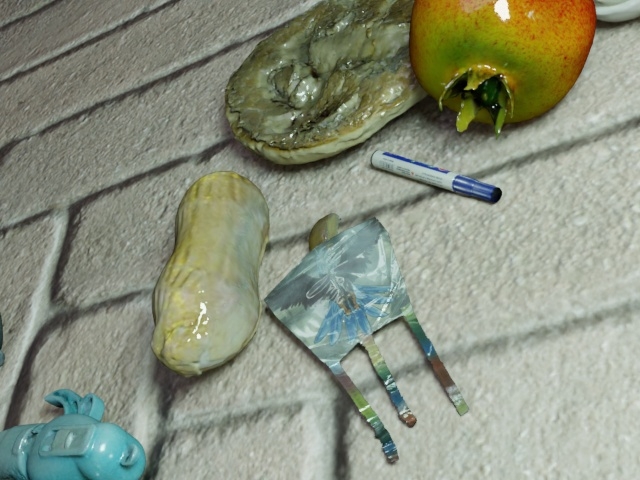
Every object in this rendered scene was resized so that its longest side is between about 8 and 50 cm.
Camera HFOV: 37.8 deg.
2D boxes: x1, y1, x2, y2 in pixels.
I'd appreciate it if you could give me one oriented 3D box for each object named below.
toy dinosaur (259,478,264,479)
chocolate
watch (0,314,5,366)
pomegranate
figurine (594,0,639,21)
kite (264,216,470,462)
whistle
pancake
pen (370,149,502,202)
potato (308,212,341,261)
[{"bbox_3d":[-0.026,0.376,0.795,0.206,0.092,0.393,-23,31,11],"label":"toy dinosaur"},{"bbox_3d":[-0.131,0.036,1.163,0.134,0.134,0.309,-16,41,24],"label":"chocolate"},{"bbox_3d":[-0.555,0.173,1.385,0.206,0.068,0.192,-21,46,24],"label":"watch"},{"bbox_3d":[0.204,-0.233,1.103,0.221,0.221,0.256,-3,47,34],"label":"pomegranate"},{"bbox_3d":[0.358,-0.356,1.183,0.182,0.144,0.256,-8,42,3],"label":"figurine"},{"bbox_3d":[0.058,0.095,1.034,0.169,0.015,0.310,-39,46,0],"label":"kite"},{"bbox_3d":[-0.317,0.258,1.118,0.274,0.093,0.186,-9,49,34],"label":"whistle"},{"bbox_3d":[0.032,-0.249,1.345,0.387,0.082,0.386,-23,39,21],"label":"pancake"},{"bbox_3d":[0.139,-0.081,1.153,0.204,0.025,0.025,22,67,45],"label":"pen"},{"bbox_3d":[-0.001,0.000,1.169,0.037,0.036,0.093,-13,47,22],"label":"potato"}]
